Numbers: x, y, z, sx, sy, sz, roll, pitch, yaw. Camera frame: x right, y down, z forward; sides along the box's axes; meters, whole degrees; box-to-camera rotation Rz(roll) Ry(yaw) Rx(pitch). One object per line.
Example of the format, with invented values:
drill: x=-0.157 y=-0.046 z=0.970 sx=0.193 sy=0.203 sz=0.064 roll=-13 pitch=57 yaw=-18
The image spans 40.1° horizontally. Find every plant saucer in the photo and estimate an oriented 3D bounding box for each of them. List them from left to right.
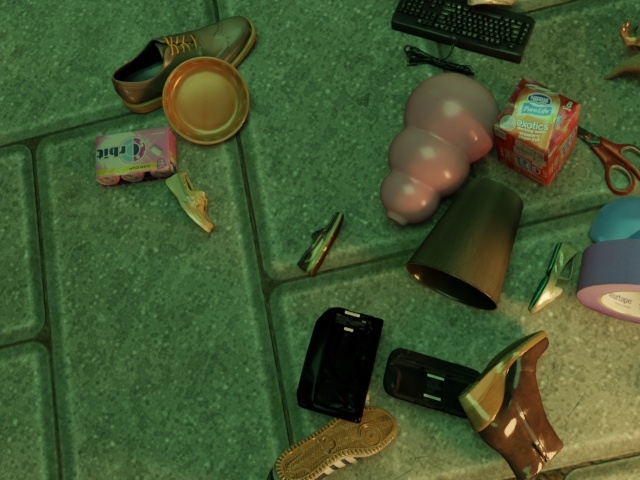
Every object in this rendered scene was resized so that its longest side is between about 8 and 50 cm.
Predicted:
plant saucer: x=-0.264 y=-0.322 z=2.023 sx=0.199 sy=0.037 sz=0.200 roll=-1 pitch=97 yaw=-5

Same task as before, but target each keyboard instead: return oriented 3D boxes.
keyboard: x=0.313 y=-0.471 z=2.014 sx=0.317 sy=0.033 sz=0.202 roll=19 pitch=76 yaw=16

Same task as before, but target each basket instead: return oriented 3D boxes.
basket: x=0.312 y=-0.002 z=1.799 sx=0.204 sy=0.154 sz=0.227 roll=23 pitch=73 yaw=14

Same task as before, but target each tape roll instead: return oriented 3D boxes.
tape roll: x=0.626 y=0.085 z=1.644 sx=0.274 sy=0.275 sz=0.090 roll=11 pitch=75 yaw=13

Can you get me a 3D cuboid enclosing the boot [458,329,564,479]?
boot: x=0.406 y=0.319 z=1.719 sx=0.248 sy=0.090 sz=0.207 roll=-38 pitch=88 yaw=-21

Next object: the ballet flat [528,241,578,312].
ballet flat: x=0.480 y=0.080 z=1.789 sx=0.052 sy=0.057 sz=0.168 roll=26 pitch=78 yaw=7

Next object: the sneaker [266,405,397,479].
sneaker: x=0.015 y=0.428 z=1.741 sx=0.282 sy=0.153 sz=0.099 roll=-19 pitch=63 yaw=-30

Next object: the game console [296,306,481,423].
game console: x=0.145 y=0.273 z=1.735 sx=0.361 sy=0.044 sz=0.213 roll=16 pitch=68 yaw=-2

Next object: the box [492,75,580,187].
box: x=0.439 y=-0.215 z=1.782 sx=0.128 sy=0.257 sz=0.123 roll=32 pitch=88 yaw=18

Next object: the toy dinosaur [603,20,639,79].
toy dinosaur: x=0.763 y=-0.415 z=1.874 sx=0.295 sy=0.127 sz=0.200 roll=-36 pitch=76 yaw=3

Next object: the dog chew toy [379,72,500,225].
dog chew toy: x=0.238 y=-0.183 z=1.848 sx=0.206 sy=0.206 sz=0.332 roll=28 pitch=86 yaw=17

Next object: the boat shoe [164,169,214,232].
boat shoe: x=-0.286 y=-0.092 z=1.973 sx=0.059 sy=0.063 sz=0.170 roll=-40 pitch=69 yaw=2

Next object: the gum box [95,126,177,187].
gum box: x=-0.432 y=-0.192 z=2.032 sx=0.188 sy=0.062 sz=0.107 roll=-7 pitch=70 yaw=7

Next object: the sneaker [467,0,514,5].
sneaker: x=0.427 y=-0.632 z=2.018 sx=0.292 sy=0.108 sz=0.169 roll=-27 pitch=111 yaw=-27

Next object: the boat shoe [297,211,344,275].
boat shoe: x=0.000 y=0.000 z=1.897 sx=0.049 sy=0.056 sz=0.152 roll=27 pitch=78 yaw=12

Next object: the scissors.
scissors: x=0.596 y=-0.220 z=1.890 sx=0.109 sy=0.021 sz=0.297 roll=-36 pitch=69 yaw=-1

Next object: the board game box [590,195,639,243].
board game box: x=0.640 y=-0.005 z=1.803 sx=0.133 sy=0.033 sz=0.169 roll=-36 pitch=65 yaw=2

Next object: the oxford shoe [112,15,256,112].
oxford shoe: x=-0.317 y=-0.428 z=2.053 sx=0.363 sy=0.133 sz=0.130 roll=-32 pitch=69 yaw=-2

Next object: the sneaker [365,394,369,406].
sneaker: x=0.060 y=0.263 z=1.788 sx=0.064 sy=0.076 sz=0.167 roll=-19 pitch=70 yaw=2
